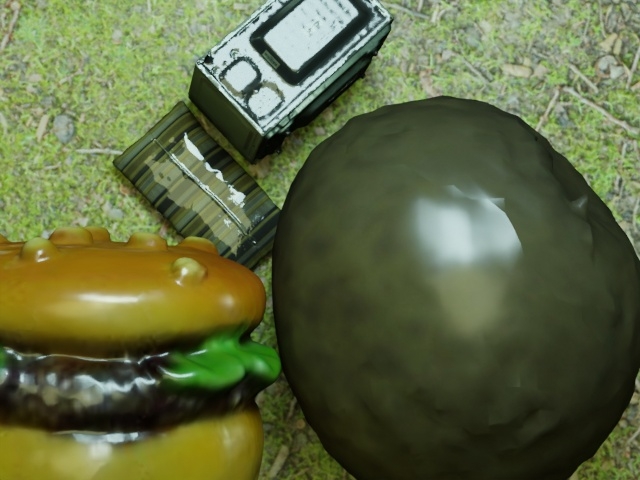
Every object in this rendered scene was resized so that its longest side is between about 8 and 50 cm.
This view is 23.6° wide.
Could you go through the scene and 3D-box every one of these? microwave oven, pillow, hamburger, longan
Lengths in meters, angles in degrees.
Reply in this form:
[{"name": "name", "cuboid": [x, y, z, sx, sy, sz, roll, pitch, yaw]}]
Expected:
[{"name": "microwave oven", "cuboid": [-0.031, -0.199, 1.728, 0.205, 0.163, 0.129, -43, 90, -11]}, {"name": "pillow", "cuboid": [-0.132, -0.052, 1.762, 0.113, 0.038, 0.203, -43, 89, -8]}, {"name": "hamburger", "cuboid": [-0.251, 0.123, 1.560, 0.395, 0.396, 0.277, 1, 92, -4]}, {"name": "longan", "cuboid": [0.143, 0.058, 1.591, 0.404, 0.404, 0.436, -10, 82, -6]}]
